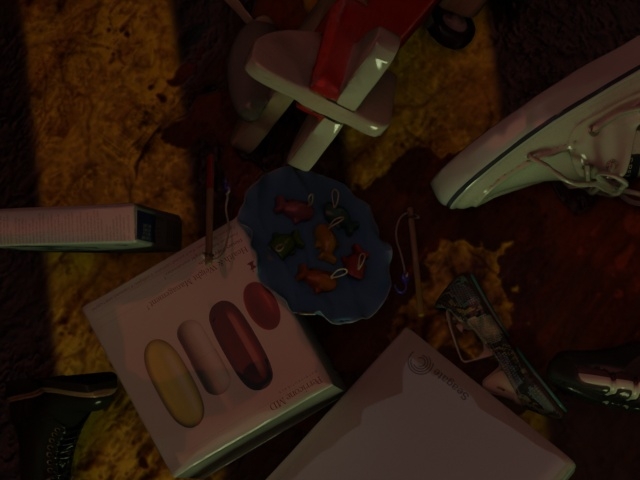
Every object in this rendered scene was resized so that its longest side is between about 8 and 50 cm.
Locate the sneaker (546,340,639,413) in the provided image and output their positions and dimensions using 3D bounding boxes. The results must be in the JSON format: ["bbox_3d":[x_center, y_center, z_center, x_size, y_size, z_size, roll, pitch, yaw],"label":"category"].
[{"bbox_3d":[0.380,0.101,1.626,0.281,0.106,0.162,9,78,-2],"label":"sneaker"}]

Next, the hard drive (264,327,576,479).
[{"bbox_3d":[0.060,0.290,1.605,0.233,0.047,0.353,39,76,19],"label":"hard drive"}]

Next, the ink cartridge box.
[{"bbox_3d":[-0.277,-0.011,1.650,0.224,0.223,0.045,0,88,7],"label":"ink cartridge box"}]

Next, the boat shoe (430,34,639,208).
[{"bbox_3d":[0.303,-0.101,1.650,0.367,0.136,0.156,-30,82,-8],"label":"boat shoe"}]

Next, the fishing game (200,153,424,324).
[{"bbox_3d":[0.000,0.000,1.615,0.264,0.041,0.189,18,52,-24],"label":"fishing game"}]

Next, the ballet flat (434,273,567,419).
[{"bbox_3d":[0.186,0.125,1.657,0.070,0.070,0.188,-34,70,1],"label":"ballet flat"}]

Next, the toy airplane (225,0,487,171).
[{"bbox_3d":[0.019,-0.259,1.570,0.272,0.384,0.386,41,90,0],"label":"toy airplane"}]

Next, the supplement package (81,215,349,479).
[{"bbox_3d":[-0.107,0.118,1.648,0.194,0.149,0.203,-31,79,2],"label":"supplement package"}]

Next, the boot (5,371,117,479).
[{"bbox_3d":[-0.267,0.211,1.655,0.077,0.198,0.137,-3,85,-31],"label":"boot"}]
